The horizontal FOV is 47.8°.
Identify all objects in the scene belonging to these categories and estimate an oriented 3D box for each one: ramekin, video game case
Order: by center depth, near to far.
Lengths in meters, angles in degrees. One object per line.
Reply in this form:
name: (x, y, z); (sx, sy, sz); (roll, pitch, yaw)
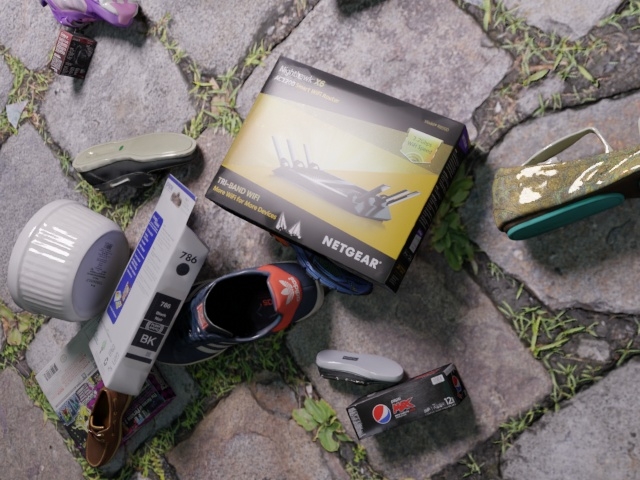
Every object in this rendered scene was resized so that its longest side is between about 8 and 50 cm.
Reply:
ramekin: (-0.419, 0.042, 1.233); (0.109, 0.207, 0.207); (19, 102, 14)
video game case: (-0.399, 0.268, 1.325); (0.232, 0.042, 0.210); (-43, 76, 22)

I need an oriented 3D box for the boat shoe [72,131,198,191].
boat shoe: (-0.310, -0.133, 1.247); (0.233, 0.084, 0.079); (-7, 128, 19)

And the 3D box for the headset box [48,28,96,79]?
headset box: (-0.441, -0.336, 1.290); (0.032, 0.062, 0.083); (29, 106, 20)

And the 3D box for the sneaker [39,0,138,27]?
sneaker: (-0.414, -0.414, 1.261); (0.236, 0.095, 0.105); (35, 113, 25)

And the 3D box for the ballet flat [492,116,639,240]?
ballet flat: (0.378, -0.096, 0.892); (0.348, 0.123, 0.123); (-16, 87, 26)

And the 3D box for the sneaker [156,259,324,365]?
sneaker: (-0.172, 0.118, 1.146); (0.350, 0.148, 0.131); (-25, 83, 25)

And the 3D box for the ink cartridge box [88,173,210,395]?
ink cartridge box: (-0.270, 0.067, 1.175); (0.333, 0.065, 0.165); (-63, 31, 6)

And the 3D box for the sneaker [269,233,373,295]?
sneaker: (0.000, 0.000, 1.095); (0.221, 0.083, 0.087); (44, 105, 14)

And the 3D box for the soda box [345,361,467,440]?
soda box: (0.125, 0.236, 1.060); (0.168, 0.060, 0.053); (-26, 84, 24)

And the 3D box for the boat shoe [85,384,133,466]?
boat shoe: (-0.382, 0.321, 1.264); (0.064, 0.060, 0.178); (25, 105, 20)

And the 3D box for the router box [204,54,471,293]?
router box: (0.022, -0.100, 1.035); (0.308, 0.081, 0.243); (25, 85, 22)

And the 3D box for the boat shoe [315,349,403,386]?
boat shoe: (0.060, 0.199, 1.101); (0.142, 0.049, 0.040); (7, 116, 27)
